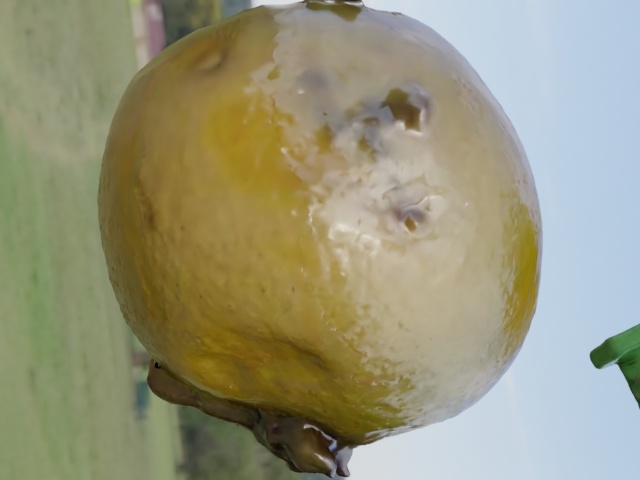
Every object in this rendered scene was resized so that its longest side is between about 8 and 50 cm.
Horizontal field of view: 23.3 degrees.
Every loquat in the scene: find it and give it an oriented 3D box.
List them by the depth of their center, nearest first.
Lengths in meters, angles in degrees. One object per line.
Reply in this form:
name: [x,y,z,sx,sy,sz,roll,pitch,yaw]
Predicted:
loquat: [0.000,0.000,0.795,0.244,0.244,0.244,173,-90,-86]

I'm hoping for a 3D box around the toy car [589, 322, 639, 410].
toy car: [0.356,0.047,0.951,0.359,0.176,0.213,-40,-113,51]
